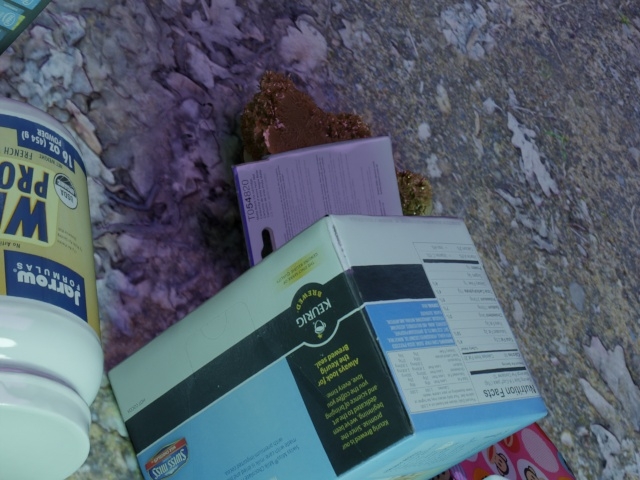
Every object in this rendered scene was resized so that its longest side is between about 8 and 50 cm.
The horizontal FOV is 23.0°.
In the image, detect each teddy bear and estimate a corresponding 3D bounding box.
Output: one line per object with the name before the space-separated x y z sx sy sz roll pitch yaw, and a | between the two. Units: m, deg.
teddy bear | 0.018 -0.068 1.998 0.338 0.113 0.245 19 65 -40

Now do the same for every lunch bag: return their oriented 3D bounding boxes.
lunch bag | 0.185 0.274 1.844 0.258 0.120 0.293 49 23 -9

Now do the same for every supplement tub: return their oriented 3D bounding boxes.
supplement tub | -0.313 0.052 1.402 0.228 0.228 0.316 19 48 -39

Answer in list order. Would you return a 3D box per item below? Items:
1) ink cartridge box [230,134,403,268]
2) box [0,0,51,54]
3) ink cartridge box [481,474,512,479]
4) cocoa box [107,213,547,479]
ink cartridge box | 0.000 0.000 1.865 0.224 0.045 0.223 -12 95 -31
box | -0.397 -0.302 1.460 0.318 0.395 0.097 24 43 -37
ink cartridge box | 0.154 0.470 1.543 0.160 0.279 0.385 25 45 -37
cocoa box | 0.001 0.153 1.572 0.231 0.347 0.228 0 62 -50
